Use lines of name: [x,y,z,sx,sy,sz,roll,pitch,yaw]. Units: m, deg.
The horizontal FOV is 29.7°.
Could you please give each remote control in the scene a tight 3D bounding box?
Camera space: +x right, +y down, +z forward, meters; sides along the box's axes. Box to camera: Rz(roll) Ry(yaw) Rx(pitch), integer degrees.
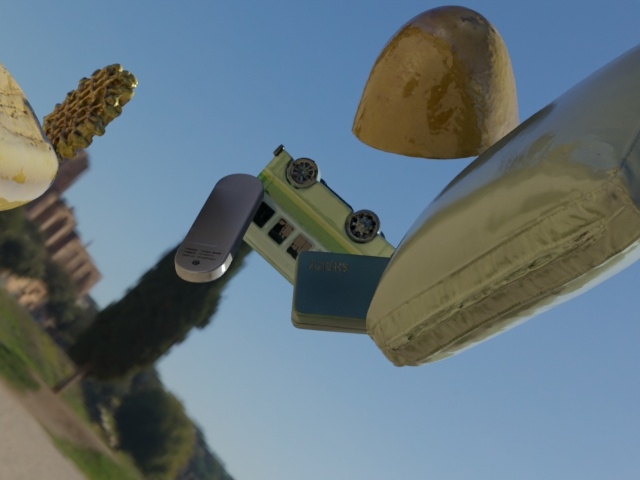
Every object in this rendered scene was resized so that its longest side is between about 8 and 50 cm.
remote control: [-0.144,-0.022,1.740,0.077,0.245,0.022,7,-51,13]

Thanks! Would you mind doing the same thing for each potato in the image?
potato: [0.145,-0.194,1.393,0.178,0.203,0.158,-103,-162,-60]

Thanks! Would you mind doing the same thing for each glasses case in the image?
glasses case: [0.063,0.059,1.260,0.184,0.078,0.039,5,-26,0]

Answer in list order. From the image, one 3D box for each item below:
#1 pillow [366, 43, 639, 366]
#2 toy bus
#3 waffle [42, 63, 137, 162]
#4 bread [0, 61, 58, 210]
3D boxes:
pillow: [0.178,-0.033,0.916,0.120,0.255,0.322,46,-35,-3]
toy bus: [0.000,0.000,1.874,0.276,0.165,0.133,43,-4,16]
waffle: [-0.333,-0.179,1.696,0.038,0.191,0.191,46,-11,-29]
bread: [-0.286,-0.085,0.918,0.147,0.098,0.217,64,4,5]
